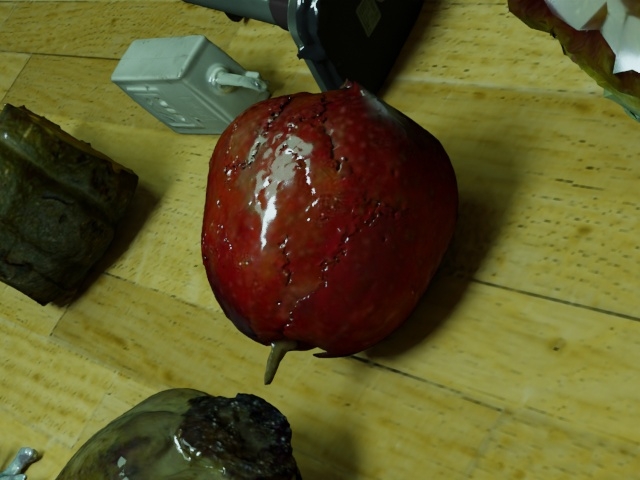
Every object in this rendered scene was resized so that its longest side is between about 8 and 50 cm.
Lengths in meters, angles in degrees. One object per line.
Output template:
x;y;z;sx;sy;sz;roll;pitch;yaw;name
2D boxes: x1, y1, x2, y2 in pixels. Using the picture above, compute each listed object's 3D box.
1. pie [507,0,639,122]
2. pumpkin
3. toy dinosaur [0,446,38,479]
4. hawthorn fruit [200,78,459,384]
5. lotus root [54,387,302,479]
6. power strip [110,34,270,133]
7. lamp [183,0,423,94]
0.229;-0.182;0.701;0.354;0.103;0.288;-15;54;10;pie
-0.221;-0.028;1.228;0.131;0.126;0.248;-61;12;2;pumpkin
-0.270;0.183;1.141;0.209;0.039;0.082;-10;53;49;toy dinosaur
0.000;0.000;0.877;0.148;0.148;0.172;-7;66;50;hawthorn fruit
-0.097;0.166;0.849;0.214;0.138;0.138;-40;33;20;lotus root
-0.085;-0.113;1.158;0.175;0.075;0.042;6;62;56;power strip
-0.039;-0.178;1.122;0.124;0.203;0.283;-47;51;-10;lamp
